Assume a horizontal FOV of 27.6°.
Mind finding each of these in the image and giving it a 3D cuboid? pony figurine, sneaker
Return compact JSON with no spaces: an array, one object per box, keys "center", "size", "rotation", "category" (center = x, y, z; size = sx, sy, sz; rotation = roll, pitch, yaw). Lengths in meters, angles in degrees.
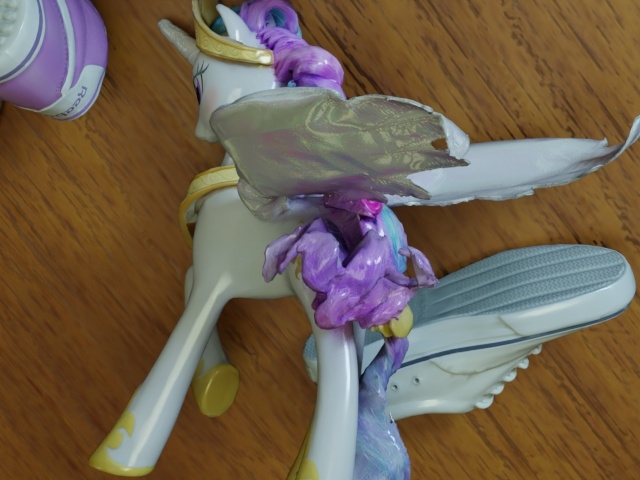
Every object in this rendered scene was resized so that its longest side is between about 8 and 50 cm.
[{"center":[0.000,0.000,0.872],"size":[0.351,0.303,0.363],"rotation":[8,91,38],"category":"pony figurine"},{"center":[-0.233,-0.210,0.938],"size":[0.102,0.161,0.282],"rotation":[-22,70,15],"category":"sneaker"},{"center":[0.117,0.076,0.986],"size":[0.258,0.094,0.091],"rotation":[-17,117,21],"category":"sneaker"}]

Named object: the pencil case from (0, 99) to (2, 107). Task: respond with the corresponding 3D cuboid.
[{"center":[-0.341,-0.109,0.822],"size":[0.160,0.410,0.183],"rotation":[-39,94,8],"category":"pencil case"}]
